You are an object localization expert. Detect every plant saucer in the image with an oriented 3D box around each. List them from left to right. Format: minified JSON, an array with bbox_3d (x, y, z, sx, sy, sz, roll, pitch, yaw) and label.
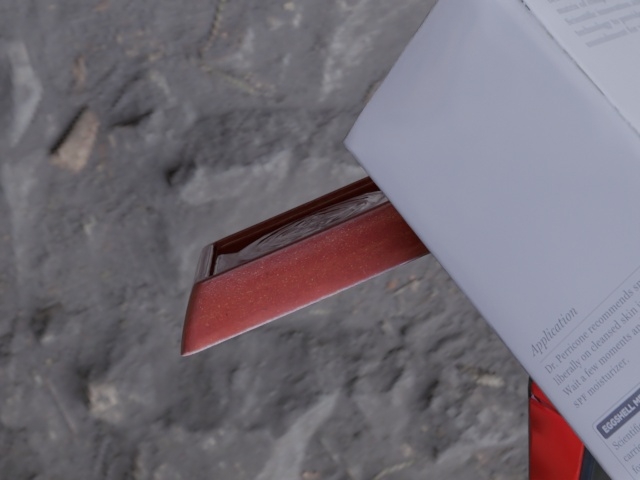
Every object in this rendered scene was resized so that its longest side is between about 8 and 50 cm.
[{"bbox_3d":[0.000,0.000,1.132,0.259,0.258,0.048,-22,99,1],"label":"plant saucer"}]

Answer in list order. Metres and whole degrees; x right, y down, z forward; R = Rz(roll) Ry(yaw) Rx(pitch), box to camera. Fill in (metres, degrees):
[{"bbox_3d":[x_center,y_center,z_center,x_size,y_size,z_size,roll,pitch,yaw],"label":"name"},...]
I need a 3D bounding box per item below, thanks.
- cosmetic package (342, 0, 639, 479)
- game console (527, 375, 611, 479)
[{"bbox_3d":[0.175,-0.032,0.656,0.225,0.224,0.138,53,135,16],"label":"cosmetic package"},{"bbox_3d":[0.297,0.078,0.960,0.060,0.386,0.342,45,156,33],"label":"game console"}]
